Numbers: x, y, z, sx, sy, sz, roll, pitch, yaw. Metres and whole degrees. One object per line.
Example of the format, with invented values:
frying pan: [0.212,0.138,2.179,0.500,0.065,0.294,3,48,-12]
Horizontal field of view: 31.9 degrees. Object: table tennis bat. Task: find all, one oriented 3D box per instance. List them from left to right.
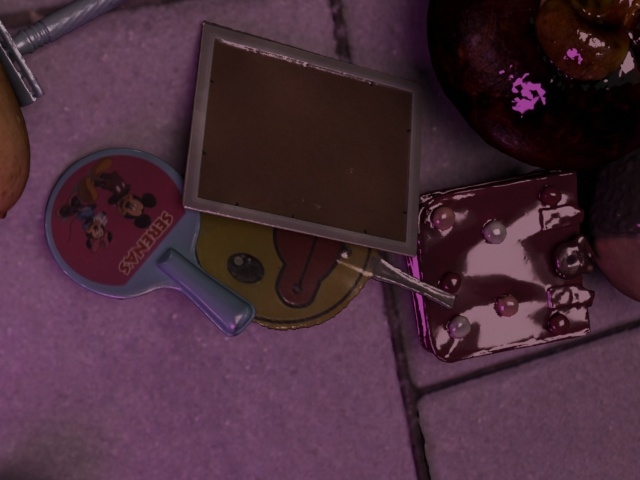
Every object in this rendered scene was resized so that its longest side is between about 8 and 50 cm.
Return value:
table tennis bat: [-0.168,0.009,1.130,0.244,0.040,0.153,39,78,6]

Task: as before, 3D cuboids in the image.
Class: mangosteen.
mangosteen: [0.266,-0.231,1.198,0.297,0.293,0.297,18,49,-22]

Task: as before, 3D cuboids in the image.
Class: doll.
doll: [0.456,-0.090,1.332,0.247,0.247,0.350,28,72,-23]

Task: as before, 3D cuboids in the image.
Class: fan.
fan: [0.000,0.000,1.202,0.335,0.011,0.230,24,69,-13]

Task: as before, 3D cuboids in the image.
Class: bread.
bread: [-0.045,0.027,1.221,0.132,0.053,0.074,-7,94,-22]

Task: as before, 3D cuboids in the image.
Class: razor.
razor: [-0.227,-0.236,1.114,0.232,0.068,0.106,-36,109,-21]

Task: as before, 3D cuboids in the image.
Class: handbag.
handbag: [0.210,0.030,1.295,0.216,0.074,0.203,-10,103,-7]

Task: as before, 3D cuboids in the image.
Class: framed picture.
framed picture: [-0.013,-0.104,1.201,0.274,0.017,0.217,14,69,-22]

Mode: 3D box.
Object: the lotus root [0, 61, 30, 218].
lotus root: [-0.382,-0.162,1.001,0.169,0.151,0.343,-28,106,-16]
